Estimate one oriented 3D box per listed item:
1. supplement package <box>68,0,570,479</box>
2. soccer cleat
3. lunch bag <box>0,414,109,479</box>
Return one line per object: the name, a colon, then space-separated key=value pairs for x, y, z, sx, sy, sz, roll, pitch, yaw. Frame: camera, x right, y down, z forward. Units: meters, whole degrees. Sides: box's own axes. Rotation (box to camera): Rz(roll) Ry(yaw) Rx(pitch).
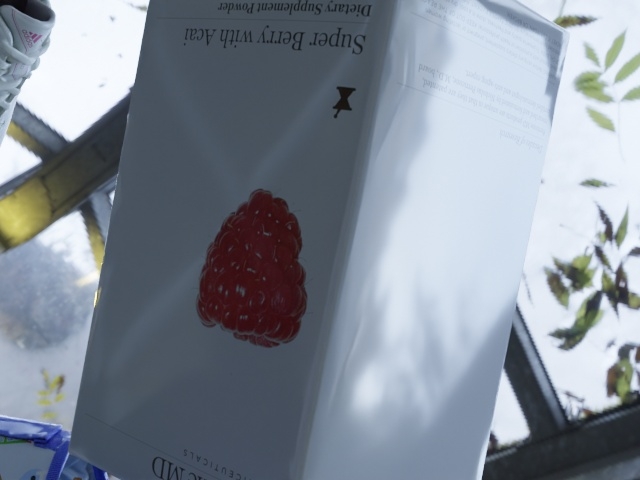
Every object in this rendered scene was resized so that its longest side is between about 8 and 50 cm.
supplement package: x=0.000 y=0.000 z=0.531 sx=0.177 sy=0.175 sz=0.293 roll=12 pitch=-88 yaw=39
soccer cleat: x=-0.340 y=-0.192 z=0.953 sx=0.143 sy=0.116 sz=0.331 roll=25 pitch=-53 yaw=16
lunch bag: x=-0.449 y=0.409 z=1.224 sx=0.327 sy=0.239 sz=0.386 roll=5 pitch=-82 yaw=17
